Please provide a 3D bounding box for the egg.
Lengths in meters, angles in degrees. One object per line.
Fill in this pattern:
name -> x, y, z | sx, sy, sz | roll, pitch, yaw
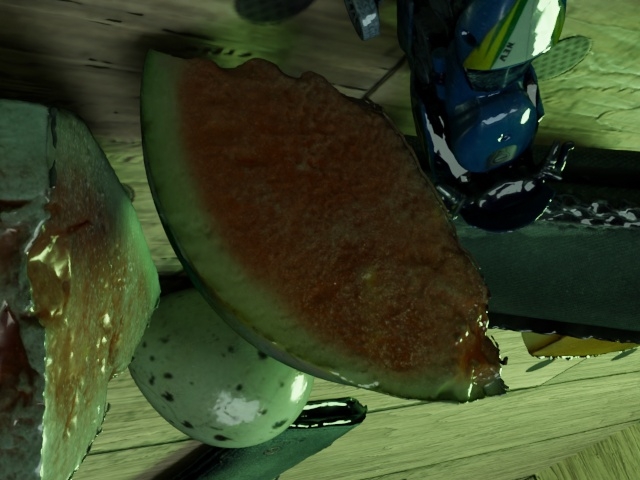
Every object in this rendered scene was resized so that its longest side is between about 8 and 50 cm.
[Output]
egg -> -0.080, 0.093, 0.817 | 0.131, 0.131, 0.164 | -33, 132, 25

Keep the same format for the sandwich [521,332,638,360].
sandwich -> 0.325, 0.038, 1.072 | 0.220, 0.108, 0.186 | 3, 148, -42

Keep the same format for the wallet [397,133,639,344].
wallet -> 0.158, 0.004, 0.733 | 0.342, 0.075, 0.237 | 5, 154, 11

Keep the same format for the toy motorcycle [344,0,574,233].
toy motorcycle -> 0.076, -0.085, 0.518 | 0.092, 0.135, 0.254 | -21, 158, -3

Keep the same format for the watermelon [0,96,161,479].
watermelon -> -0.183, 0.060, 0.531 | 0.213, 0.201, 0.262 | -14, 162, 3

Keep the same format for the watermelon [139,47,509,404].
watermelon -> -0.018, 0.011, 0.562 | 0.128, 0.231, 0.146 | -26, 172, -18

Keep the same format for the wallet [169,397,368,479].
wallet -> -0.123, 0.310, 1.365 | 0.190, 0.046, 0.379 | 2, 147, -48
